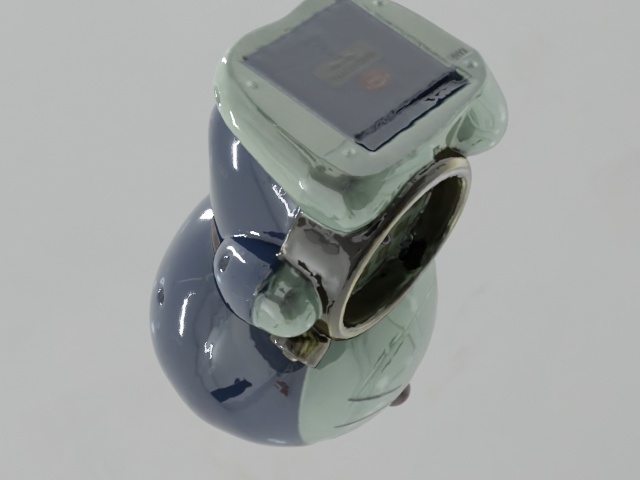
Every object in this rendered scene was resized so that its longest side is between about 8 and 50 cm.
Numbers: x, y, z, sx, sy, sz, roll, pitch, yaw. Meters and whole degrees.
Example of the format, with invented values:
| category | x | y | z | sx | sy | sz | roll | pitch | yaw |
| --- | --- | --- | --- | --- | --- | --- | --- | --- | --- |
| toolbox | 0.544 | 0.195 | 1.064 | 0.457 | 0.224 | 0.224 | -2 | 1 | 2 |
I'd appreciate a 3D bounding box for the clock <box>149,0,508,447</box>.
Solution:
| category | x | y | z | sx | sy | sz | roll | pitch | yaw |
| --- | --- | --- | --- | --- | --- | --- | --- | --- | --- |
| clock | 0.000 | 0.000 | 0.713 | 0.146 | 0.243 | 0.199 | 35 | -129 | 13 |
